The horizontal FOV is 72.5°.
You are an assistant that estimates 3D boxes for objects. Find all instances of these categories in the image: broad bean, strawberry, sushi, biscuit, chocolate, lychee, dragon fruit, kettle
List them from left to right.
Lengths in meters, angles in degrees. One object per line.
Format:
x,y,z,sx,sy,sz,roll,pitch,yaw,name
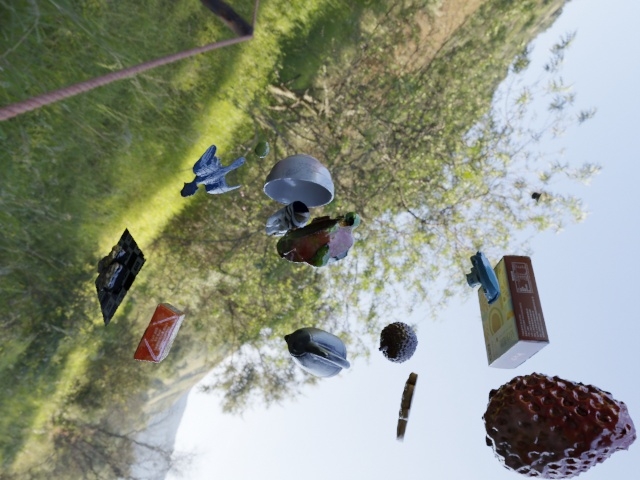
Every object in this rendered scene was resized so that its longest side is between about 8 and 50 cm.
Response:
-0.506,0.073,1.051,0.192,0.040,0.210,-58,-138,6,sushi
-0.664,0.384,1.826,0.237,0.108,0.234,139,-28,-77,chocolate
-0.251,-0.392,1.881,0.045,0.063,0.083,82,16,-60,broad bean
-0.006,0.552,2.151,0.321,0.324,0.228,17,-105,39,kettle
0.000,0.000,1.431,0.295,0.130,0.268,-16,-169,25,dragon fruit
0.375,0.499,2.136,0.238,0.200,0.200,-6,159,-38,lychee
0.300,0.580,1.530,0.202,0.044,0.288,-60,154,-44,biscuit
0.564,0.463,1.067,0.336,0.264,0.149,-25,165,37,strawberry

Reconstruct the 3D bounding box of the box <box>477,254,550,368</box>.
0.812,0.312,1.882,0.344,0.122,0.385,92,2,-57,box

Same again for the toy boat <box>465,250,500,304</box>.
0.645,0.154,1.755,0.088,0.215,0.102,6,150,-46,toy boat

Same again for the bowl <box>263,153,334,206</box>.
-0.083,-0.255,1.799,0.287,0.287,0.143,149,-51,-61,bowl

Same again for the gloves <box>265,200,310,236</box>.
-0.138,-0.078,1.860,0.131,0.140,0.219,-46,-172,-34,gloves

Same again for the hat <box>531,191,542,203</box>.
1.071,-0.217,2.170,0.087,0.042,0.058,-32,136,-59,hat

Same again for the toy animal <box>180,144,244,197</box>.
-0.410,-0.248,1.665,0.256,0.239,0.176,-11,-117,10,toy animal
